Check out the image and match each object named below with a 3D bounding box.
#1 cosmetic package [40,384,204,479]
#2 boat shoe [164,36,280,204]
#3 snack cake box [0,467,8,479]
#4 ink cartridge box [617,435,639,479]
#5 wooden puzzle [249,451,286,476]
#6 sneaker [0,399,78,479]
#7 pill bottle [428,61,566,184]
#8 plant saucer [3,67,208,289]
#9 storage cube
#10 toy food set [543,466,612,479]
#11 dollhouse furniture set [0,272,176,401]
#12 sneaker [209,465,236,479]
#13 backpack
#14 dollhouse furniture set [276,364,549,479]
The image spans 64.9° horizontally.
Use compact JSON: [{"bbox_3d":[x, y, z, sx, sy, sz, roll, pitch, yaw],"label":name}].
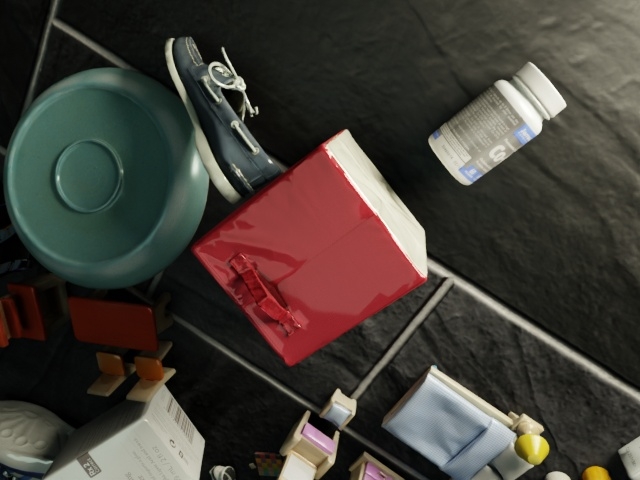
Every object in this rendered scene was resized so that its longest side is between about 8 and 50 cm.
[{"bbox_3d":[-0.316,0.363,0.838,0.184,0.151,0.151,-33,101,-3],"label":"cosmetic package"},{"bbox_3d":[-0.123,-0.164,0.614,0.079,0.095,0.254,-28,61,6],"label":"boat shoe"},{"bbox_3d":[-0.761,0.444,1.020,0.089,0.152,0.264,1,111,14],"label":"snack cake box"},{"bbox_3d":[0.596,0.314,0.659,0.275,0.060,0.238,38,114,-1],"label":"ink cartridge box"},{"bbox_3d":[-0.090,0.402,0.905,0.084,0.006,0.049,-4,109,16],"label":"wooden puzzle"},{"bbox_3d":[-0.541,0.472,0.983,0.323,0.130,0.236,20,110,1],"label":"sneaker"},{"bbox_3d":[0.202,-0.134,0.582,0.137,0.078,0.078,-39,97,25],"label":"pill bottle"},{"bbox_3d":[-0.312,-0.088,0.699,0.318,0.044,0.317,0,90,12],"label":"plant saucer"},{"bbox_3d":[0.000,0.000,0.618,0.193,0.215,0.183,-36,97,18],"label":"storage cube"},{"bbox_3d":[0.366,0.452,0.747,0.111,0.104,0.232,15,114,9],"label":"toy food set"},{"bbox_3d":[-0.378,0.126,0.804,0.260,0.135,0.261,4,111,13],"label":"dollhouse furniture set"},{"bbox_3d":[-0.176,0.464,0.939,0.044,0.040,0.108,0,108,32],"label":"sneaker"},{"bbox_3d":[-0.543,-0.002,0.779,0.117,0.173,0.158,25,115,5],"label":"backpack"},{"bbox_3d":[0.122,0.322,0.713,0.287,0.198,0.303,35,115,0],"label":"dollhouse furniture set"}]
